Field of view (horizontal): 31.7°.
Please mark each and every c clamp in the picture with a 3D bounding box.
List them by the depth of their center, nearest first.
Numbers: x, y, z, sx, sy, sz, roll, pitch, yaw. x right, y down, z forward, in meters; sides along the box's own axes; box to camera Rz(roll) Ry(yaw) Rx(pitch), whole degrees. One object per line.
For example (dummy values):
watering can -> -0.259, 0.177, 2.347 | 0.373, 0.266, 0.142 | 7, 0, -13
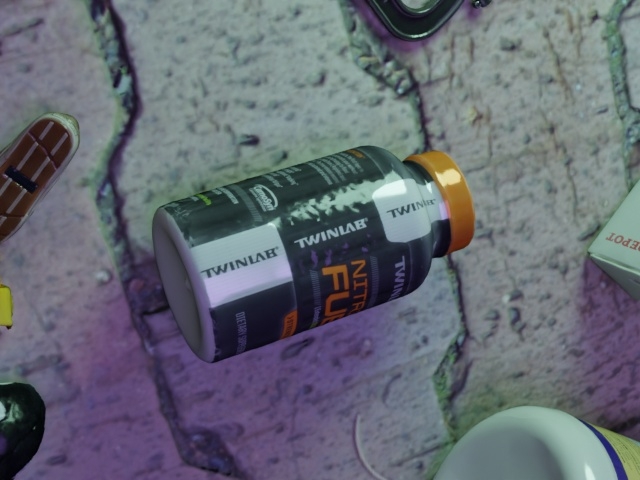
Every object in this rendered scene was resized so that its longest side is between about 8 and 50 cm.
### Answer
c clamp -> 0.086, -0.243, 0.942 | 0.137, 0.022, 0.161 | -48, 118, 0

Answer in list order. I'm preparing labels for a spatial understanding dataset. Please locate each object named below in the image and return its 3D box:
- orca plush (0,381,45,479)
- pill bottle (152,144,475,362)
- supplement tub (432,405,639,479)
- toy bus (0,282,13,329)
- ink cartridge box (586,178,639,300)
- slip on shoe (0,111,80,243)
orca plush -> -0.331, 0.198, 0.821 | 0.287, 0.102, 0.151 | -14, 109, -20
pill bottle -> 0.000, 0.000, 0.903 | 0.246, 0.130, 0.130 | -18, 110, -19
supplement tub -> 0.281, 0.308, 1.048 | 0.331, 0.241, 0.241 | 23, 93, -28
toy bus -> -0.323, -0.024, 0.755 | 0.220, 0.149, 0.211 | -1, 88, -22
ink cartridge box -> 0.376, -0.029, 1.050 | 0.093, 0.154, 0.212 | 42, 84, -29
slip on shoe -> -0.229, -0.044, 0.839 | 0.051, 0.041, 0.135 | 39, 103, -11
